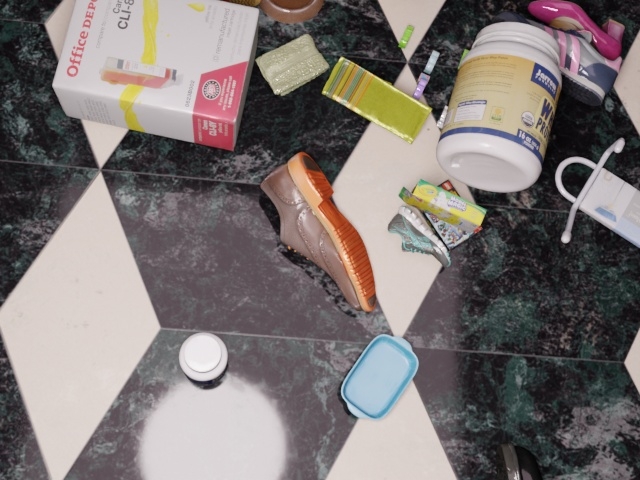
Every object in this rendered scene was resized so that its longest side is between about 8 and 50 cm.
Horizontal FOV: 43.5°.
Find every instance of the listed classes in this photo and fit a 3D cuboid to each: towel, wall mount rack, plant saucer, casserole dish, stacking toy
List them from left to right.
[{"bbox_3d":[-0.071,-0.591,1.884,0.168,0.029,0.168,1,75,-5],"label":"plant saucer"},{"bbox_3d":[-0.063,-0.402,1.835,0.148,0.027,0.110,-29,81,-13],"label":"towel"},{"bbox_3d":[0.125,-0.313,1.799,0.237,0.102,0.021,30,36,2],"label":"towel"},{"bbox_3d":[0.121,0.284,1.666,0.114,0.037,0.188,36,75,4],"label":"casserole dish"},{"bbox_3d":[0.241,-0.381,1.851,0.167,0.052,0.221,23,73,0],"label":"stacking toy"},{"bbox_3d":[0.668,-0.047,1.768,0.350,0.130,0.304,33,74,4],"label":"wall mount rack"}]

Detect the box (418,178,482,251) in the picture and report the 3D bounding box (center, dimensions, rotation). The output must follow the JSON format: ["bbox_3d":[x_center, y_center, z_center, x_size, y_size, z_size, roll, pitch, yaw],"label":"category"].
[{"bbox_3d":[0.282,-0.055,1.780,0.094,0.027,0.137,-31,80,-14],"label":"box"}]

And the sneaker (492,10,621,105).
[{"bbox_3d":[0.553,-0.454,1.871,0.319,0.112,0.131,37,86,-4],"label":"sneaker"}]

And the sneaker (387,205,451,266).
[{"bbox_3d":[0.212,0.005,1.747,0.076,0.065,0.166,-44,80,1],"label":"sneaker"}]

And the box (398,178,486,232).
[{"bbox_3d":[0.256,-0.077,1.713,0.179,0.105,0.043,24,81,1],"label":"box"}]

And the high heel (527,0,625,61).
[{"bbox_3d":[0.602,-0.488,1.914,0.244,0.082,0.117,19,79,-7],"label":"high heel"}]

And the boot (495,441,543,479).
[{"bbox_3d":[0.504,0.541,1.587,0.260,0.131,0.348,-16,88,-3],"label":"boot"}]

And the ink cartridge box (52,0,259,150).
[{"bbox_3d":[-0.345,-0.382,1.727,0.384,0.160,0.279,11,74,-3],"label":"ink cartridge box"}]

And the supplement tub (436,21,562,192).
[{"bbox_3d":[0.395,-0.289,1.751,0.228,0.228,0.316,18,74,-1],"label":"supplement tub"}]

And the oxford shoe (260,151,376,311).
[{"bbox_3d":[0.000,0.000,1.706,0.132,0.130,0.364,-29,86,20],"label":"oxford shoe"}]

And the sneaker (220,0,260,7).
[{"bbox_3d":[-0.229,-0.576,1.849,0.185,0.069,0.084,-3,57,-6],"label":"sneaker"}]

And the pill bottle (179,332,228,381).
[{"bbox_3d":[-0.228,0.231,1.571,0.094,0.169,0.094,2,75,-6],"label":"pill bottle"}]
